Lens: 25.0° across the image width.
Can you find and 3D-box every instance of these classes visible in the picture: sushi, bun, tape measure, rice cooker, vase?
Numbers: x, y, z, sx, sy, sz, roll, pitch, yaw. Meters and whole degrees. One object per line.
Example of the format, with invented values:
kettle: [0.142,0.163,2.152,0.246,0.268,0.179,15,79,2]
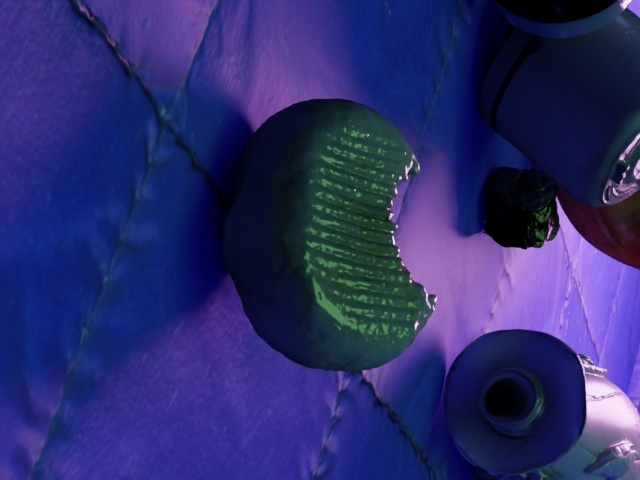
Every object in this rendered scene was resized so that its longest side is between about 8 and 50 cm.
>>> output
sushi: [0.255,-0.045,1.829,0.098,0.094,0.084,-54,146,-39]
bun: [0.000,0.000,1.129,0.204,0.126,0.212,39,54,-38]
tape measure: [0.264,-0.313,1.588,0.107,0.182,0.181,58,49,-61]
rice cooker: [0.314,-0.175,1.704,0.226,0.244,0.226,-41,158,-21]
vase: [0.307,0.257,1.942,0.445,0.250,0.250,41,62,-61]

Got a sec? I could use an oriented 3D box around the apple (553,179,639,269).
apple: [0.505,-0.140,2.077,0.364,0.364,0.363,11,90,-70]
